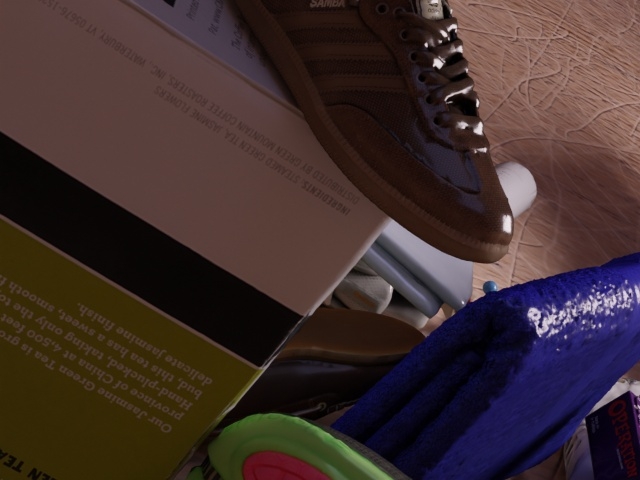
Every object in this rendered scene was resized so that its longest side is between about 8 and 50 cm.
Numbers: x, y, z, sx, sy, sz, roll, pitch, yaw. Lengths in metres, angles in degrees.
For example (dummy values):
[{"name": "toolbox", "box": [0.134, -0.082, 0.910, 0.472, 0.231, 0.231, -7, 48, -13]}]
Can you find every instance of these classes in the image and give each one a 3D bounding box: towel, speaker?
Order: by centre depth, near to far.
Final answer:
[{"name": "towel", "box": [0.123, 0.090, 1.116, 0.076, 0.228, 0.308, 48, 28, 19]}, {"name": "speaker", "box": [0.159, -0.036, 1.576, 0.055, 0.055, 0.136, 42, 25, 8]}]

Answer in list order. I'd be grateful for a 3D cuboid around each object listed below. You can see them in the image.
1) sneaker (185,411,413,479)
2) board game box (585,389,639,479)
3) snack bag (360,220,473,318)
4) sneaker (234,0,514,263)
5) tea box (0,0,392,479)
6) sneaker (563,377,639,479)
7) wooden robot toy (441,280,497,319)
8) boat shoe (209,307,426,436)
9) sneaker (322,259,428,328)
[{"name": "sneaker", "box": [0.098, 0.249, 0.898, 0.483, 0.185, 0.202, 43, 15, -24]}, {"name": "board game box", "box": [0.318, 0.276, 1.176, 0.347, 0.056, 0.208, 40, 33, -26]}, {"name": "snack bag", "box": [-0.005, -0.106, 1.276, 0.323, 0.037, 0.342, 41, 20, -7]}, {"name": "sneaker", "box": [0.028, -0.076, 0.697, 0.066, 0.071, 0.188, 1, 45, -53]}, {"name": "tea box", "box": [-0.130, -0.046, 0.892, 0.220, 0.323, 0.329, 33, 27, -16]}, {"name": "sneaker", "box": [0.227, 0.167, 1.317, 0.095, 0.090, 0.235, 28, 20, 20]}, {"name": "wooden robot toy", "box": [0.156, 0.095, 1.371, 0.173, 0.076, 0.079, 25, 64, -27]}, {"name": "boat shoe", "box": [-0.024, 0.087, 1.079, 0.207, 0.073, 0.073, 0, 22, -34]}, {"name": "sneaker", "box": [0.000, 0.000, 1.264, 0.262, 0.099, 0.121, 12, 40, -42]}]
